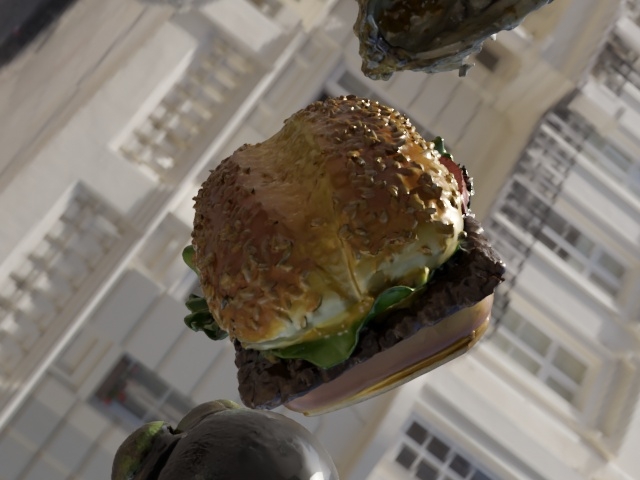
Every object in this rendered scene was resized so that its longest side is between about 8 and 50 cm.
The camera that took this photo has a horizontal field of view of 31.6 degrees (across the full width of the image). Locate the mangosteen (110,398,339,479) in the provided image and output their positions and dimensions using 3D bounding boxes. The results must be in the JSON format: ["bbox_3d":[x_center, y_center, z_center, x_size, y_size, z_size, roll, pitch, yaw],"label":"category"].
[{"bbox_3d":[-0.093,0.258,1.063,0.243,0.243,0.243,-51,-173,9],"label":"mangosteen"}]

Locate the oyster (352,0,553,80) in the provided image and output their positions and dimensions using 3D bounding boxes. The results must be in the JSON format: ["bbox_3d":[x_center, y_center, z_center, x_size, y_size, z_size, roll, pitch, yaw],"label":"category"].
[{"bbox_3d":[0.085,-0.156,0.612,0.177,0.105,0.056,-56,-145,10],"label":"oyster"}]

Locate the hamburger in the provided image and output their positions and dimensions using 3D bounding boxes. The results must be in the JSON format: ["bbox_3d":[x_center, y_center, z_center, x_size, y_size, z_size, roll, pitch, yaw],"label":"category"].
[{"bbox_3d":[0.000,0.000,0.472,0.137,0.087,0.166,-29,-157,5],"label":"hamburger"}]
